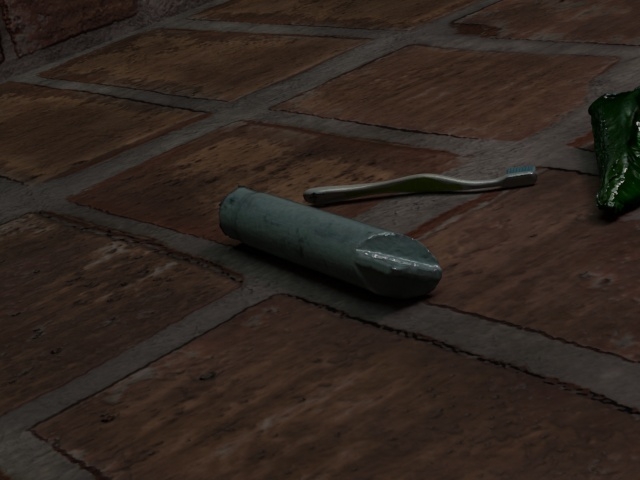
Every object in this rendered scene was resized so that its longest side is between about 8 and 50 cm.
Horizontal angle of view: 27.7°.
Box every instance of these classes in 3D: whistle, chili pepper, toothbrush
[{"bbox_3d":[0.000,0.000,1.260,0.062,0.062,0.312,-26,24,-27],"label":"whistle"},{"bbox_3d":[0.298,-0.083,1.298,0.088,0.059,0.227,-9,26,24],"label":"chili pepper"},{"bbox_3d":[0.102,-0.057,1.392,0.262,0.022,0.026,-6,37,20],"label":"toothbrush"}]
